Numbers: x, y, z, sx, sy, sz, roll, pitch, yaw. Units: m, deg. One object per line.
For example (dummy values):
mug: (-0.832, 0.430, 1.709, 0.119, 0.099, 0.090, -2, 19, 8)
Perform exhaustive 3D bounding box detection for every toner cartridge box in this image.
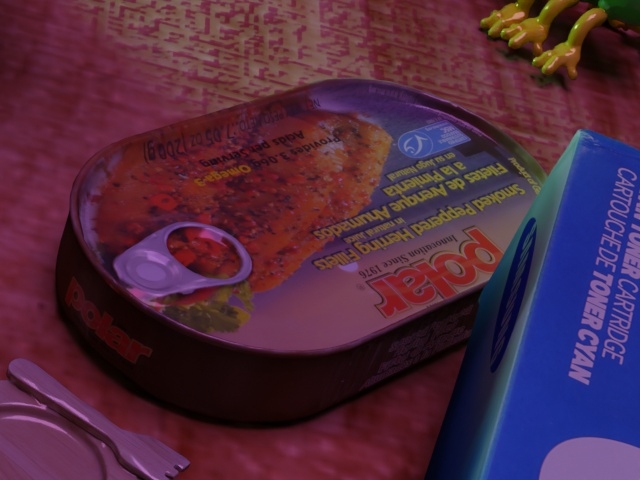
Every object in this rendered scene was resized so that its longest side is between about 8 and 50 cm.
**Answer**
toner cartridge box: (0.092, 0.121, 0.453, 0.165, 0.075, 0.348, 26, 38, -2)

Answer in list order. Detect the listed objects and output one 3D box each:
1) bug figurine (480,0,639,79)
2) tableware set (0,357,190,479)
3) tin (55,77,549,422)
bug figurine: (0.120, -0.165, 0.890, 0.279, 0.072, 0.216, -15, 48, -42)
tableware set: (-0.083, 0.089, 0.475, 0.169, 0.020, 0.141, -18, 51, -44)
tin: (0.000, 0.000, 0.630, 0.106, 0.040, 0.190, 37, 37, 28)
